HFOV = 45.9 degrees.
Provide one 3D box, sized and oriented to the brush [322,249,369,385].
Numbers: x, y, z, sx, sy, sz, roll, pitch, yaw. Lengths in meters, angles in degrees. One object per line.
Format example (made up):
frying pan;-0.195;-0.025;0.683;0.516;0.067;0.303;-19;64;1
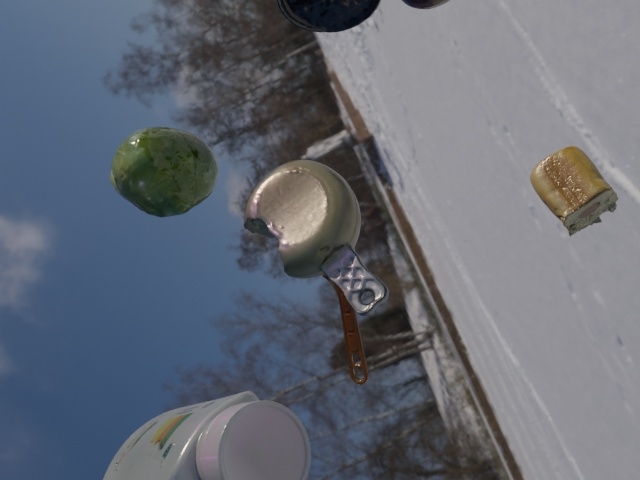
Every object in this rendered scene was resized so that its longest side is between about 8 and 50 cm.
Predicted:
brush;0.055;0.139;1.506;0.017;0.090;0.314;-18;-80;-54

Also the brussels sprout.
brussels sprout;-0.352;-0.159;1.692;0.244;0.244;0.244;62;-171;-17

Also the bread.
bread;0.546;-0.113;1.636;0.085;0.134;0.173;27;-147;-48

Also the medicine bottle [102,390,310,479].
medicine bottle;-0.133;0.249;0.850;0.111;0.296;0.161;51;-125;-11

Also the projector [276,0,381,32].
projector;0.004;-0.375;0.798;0.108;0.108;0.337;53;-149;-55

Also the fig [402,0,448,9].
fig;0.209;-0.495;1.352;0.202;0.149;0.148;9;119;52

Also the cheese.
cheese;0.000;0.000;1.080;0.286;0.163;0.082;55;-173;37
